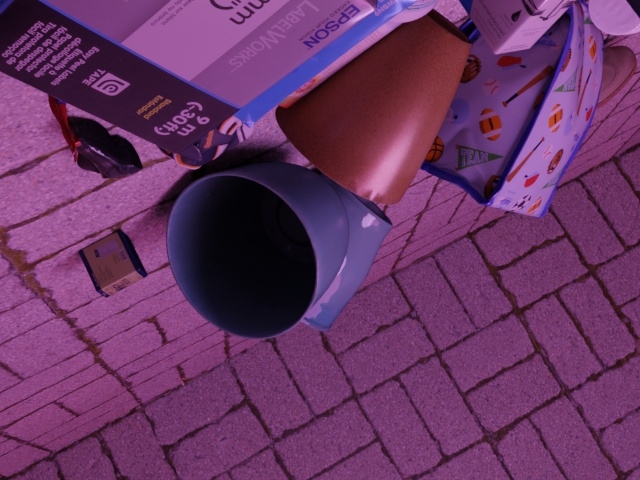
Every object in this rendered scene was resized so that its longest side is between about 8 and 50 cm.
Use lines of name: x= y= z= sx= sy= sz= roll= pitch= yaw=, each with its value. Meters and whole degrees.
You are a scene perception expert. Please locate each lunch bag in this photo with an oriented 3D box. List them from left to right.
lunch bag: x=0.361 y=-0.262 z=1.597 sx=0.328 sy=0.239 sz=0.385 roll=1 pitch=119 yaw=-62

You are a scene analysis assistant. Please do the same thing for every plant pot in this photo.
plant pot: x=-0.084 y=-0.007 z=1.555 sx=0.293 sy=0.293 sz=0.235 roll=-39 pitch=179 yaw=33
plant pot: x=0.000 y=0.000 z=1.811 sx=0.255 sy=0.271 sz=0.272 roll=-48 pitch=163 yaw=9
plant pot: x=0.098 y=-0.226 z=1.314 sx=0.254 sy=0.237 sz=0.237 roll=-53 pitch=158 yaw=22

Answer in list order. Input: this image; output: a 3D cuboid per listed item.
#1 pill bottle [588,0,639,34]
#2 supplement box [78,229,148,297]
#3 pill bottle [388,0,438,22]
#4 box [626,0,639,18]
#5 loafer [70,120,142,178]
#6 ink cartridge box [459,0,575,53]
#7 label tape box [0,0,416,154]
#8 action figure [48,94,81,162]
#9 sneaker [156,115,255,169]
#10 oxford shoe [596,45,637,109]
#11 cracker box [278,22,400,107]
pill bottle: x=0.543 y=-0.426 z=1.547 sx=0.121 sy=0.121 sz=0.221 roll=-40 pitch=177 yaw=36
supplement box: x=-0.360 y=0.041 z=1.538 sx=0.083 sy=0.083 sz=0.056 roll=-28 pitch=165 yaw=-3
pill bottle: x=0.111 y=-0.358 z=0.929 sx=0.146 sy=0.146 sz=0.264 roll=-23 pitch=168 yaw=-25
box: x=0.531 y=-0.420 z=1.298 sx=0.153 sy=0.108 sz=0.207 roll=-32 pitch=166 yaw=6
loafer: x=-0.297 y=-0.112 z=1.182 sx=0.061 sy=0.062 sz=0.170 roll=-26 pitch=165 yaw=6
ink cartridge box: x=0.289 y=-0.382 z=1.227 sx=0.086 sy=0.148 sz=0.203 roll=-17 pitch=161 yaw=-35
label tape box: x=-0.090 y=-0.194 z=0.768 sx=0.249 sy=0.115 sz=0.348 roll=-31 pitch=144 yaw=29
action figure: x=-0.239 y=-0.187 z=0.890 sx=0.091 sy=0.139 sz=0.280 roll=-24 pitch=168 yaw=-17
sneaker: x=-0.162 y=-0.169 z=1.112 sx=0.127 sy=0.126 sz=0.321 roll=-34 pitch=168 yaw=-6
oxford shoe: x=0.561 y=-0.349 z=1.960 sx=0.348 sy=0.123 sz=0.130 roll=-29 pitch=161 yaw=-8
cracker box: x=-0.002 y=-0.278 z=1.176 sx=0.232 sy=0.067 sz=0.156 roll=-33 pitch=167 yaw=17
